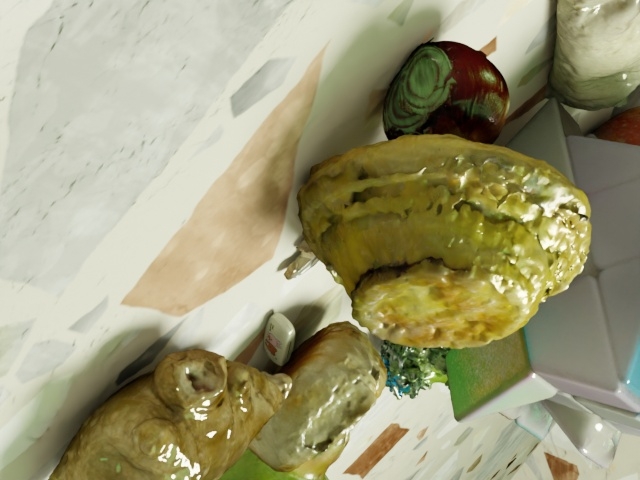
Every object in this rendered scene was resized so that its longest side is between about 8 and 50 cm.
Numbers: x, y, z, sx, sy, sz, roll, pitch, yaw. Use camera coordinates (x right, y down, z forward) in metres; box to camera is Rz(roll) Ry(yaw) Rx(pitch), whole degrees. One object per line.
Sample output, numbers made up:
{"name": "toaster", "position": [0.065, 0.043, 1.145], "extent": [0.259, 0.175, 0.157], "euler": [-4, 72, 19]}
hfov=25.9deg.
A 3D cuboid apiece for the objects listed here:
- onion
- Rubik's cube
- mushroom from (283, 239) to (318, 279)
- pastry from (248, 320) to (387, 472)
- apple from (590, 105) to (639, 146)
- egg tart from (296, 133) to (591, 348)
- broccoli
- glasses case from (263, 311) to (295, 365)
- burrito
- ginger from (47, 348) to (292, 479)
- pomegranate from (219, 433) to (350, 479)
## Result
{"name": "onion", "position": [0.116, -0.117, 1.240], "extent": [0.117, 0.118, 0.119], "euler": [-34, 173, 39]}
{"name": "Rubik's cube", "position": [0.309, 0.064, 1.602], "extent": [0.358, 0.368, 0.387], "euler": [37, 73, -51]}
{"name": "mushroom", "position": [0.000, 0.000, 1.367], "extent": [0.101, 0.019, 0.049], "euler": [-50, 161, 7]}
{"name": "pastry", "position": [-0.014, 0.170, 1.514], "extent": [0.182, 0.093, 0.192], "euler": [-43, -174, 3]}
{"name": "apple", "position": [0.456, -0.017, 1.927], "extent": [0.348, 0.277, 0.348], "euler": [-41, 160, -19]}
{"name": "egg tart", "position": [0.109, 0.017, 1.256], "extent": [0.294, 0.294, 0.123], "euler": [90, 7, -64]}
{"name": "broccoli", "position": [0.155, 0.152, 1.800], "extent": [0.167, 0.160, 0.154], "euler": [-62, -175, 32]}
{"name": "glasses case", "position": [-0.044, 0.104, 1.461], "extent": [0.021, 0.032, 0.083], "euler": [-36, 159, -26]}
{"name": "burrito", "position": [0.299, -0.231, 1.429], "extent": [0.117, 0.076, 0.392], "euler": [-5, 159, 2]}
{"name": "ginger", "position": [-0.129, 0.170, 1.281], "extent": [0.270, 0.123, 0.219], "euler": [-43, 167, -43]}
{"name": "pomegranate", "position": [-0.038, 0.334, 1.746], "extent": [0.241, 0.159, 0.190], "euler": [-47, 163, -16]}
